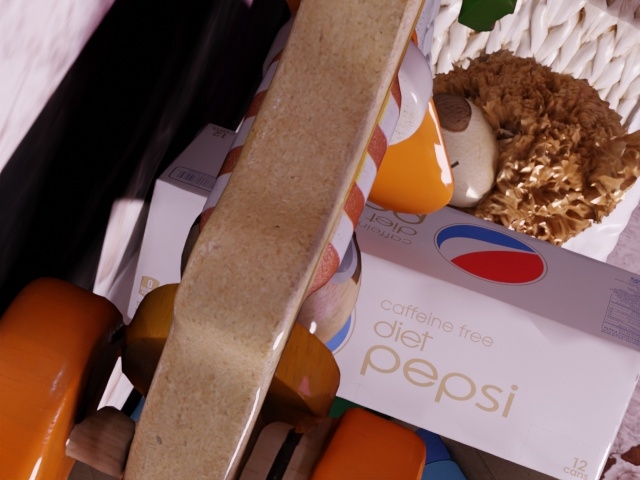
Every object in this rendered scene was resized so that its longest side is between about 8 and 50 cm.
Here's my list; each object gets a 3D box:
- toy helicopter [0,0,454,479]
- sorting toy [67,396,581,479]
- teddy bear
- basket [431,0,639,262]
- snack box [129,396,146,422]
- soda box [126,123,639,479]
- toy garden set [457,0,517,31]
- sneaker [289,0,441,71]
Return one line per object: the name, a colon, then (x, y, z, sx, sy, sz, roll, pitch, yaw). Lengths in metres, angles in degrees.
toy helicopter: (0.011, -0.054, 0.580, 0.235, 0.140, 0.355, -62, 174, -56)
sorting toy: (-0.029, 0.093, 0.866, 0.229, 0.041, 0.307, -31, -143, -1)
teddy bear: (0.033, 0.038, 1.014, 0.338, 0.113, 0.245, -48, -156, 24)
basket: (0.180, -0.170, 1.488, 0.331, 0.266, 0.328, -62, 178, -44)
snack box: (-0.168, 0.268, 1.127, 0.322, 0.060, 0.187, -64, 179, 21)
soda box: (0.031, 0.026, 0.773, 0.069, 0.216, 0.074, -55, 163, -61)
toy garden set: (0.175, -0.245, 1.008, 0.244, 0.049, 0.204, -37, -147, 59)
sneaker: (0.010, -0.098, 0.875, 0.132, 0.086, 0.228, -50, 158, -60)
